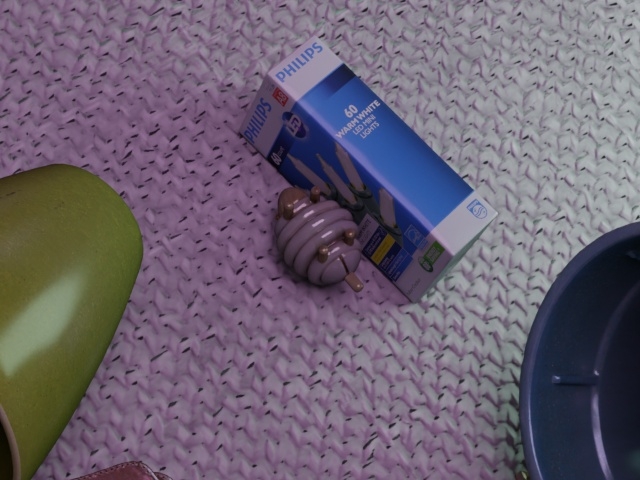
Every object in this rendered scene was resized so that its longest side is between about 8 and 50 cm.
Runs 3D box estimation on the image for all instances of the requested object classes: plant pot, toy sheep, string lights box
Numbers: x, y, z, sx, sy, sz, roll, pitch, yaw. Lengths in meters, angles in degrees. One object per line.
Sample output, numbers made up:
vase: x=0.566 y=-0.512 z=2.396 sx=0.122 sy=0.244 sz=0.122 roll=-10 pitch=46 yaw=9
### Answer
plant pot: x=-0.295 y=0.061 z=1.774 sx=0.275 sy=0.275 sz=0.293 roll=40 pitch=48 yaw=4
toy sheep: x=0.000 y=0.000 z=1.967 sx=0.091 sy=0.091 sz=0.132 roll=-24 pitch=67 yaw=-24
string lights box: x=0.046 y=-0.071 z=1.987 sx=0.260 sy=0.133 sz=0.077 roll=44 pitch=63 yaw=7
plant pot: x=0.427 y=0.160 z=1.871 sx=0.334 sy=0.341 sz=0.341 roll=5 pitch=63 yaw=-39

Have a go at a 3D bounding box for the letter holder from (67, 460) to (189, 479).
letter holder: x=-0.127 y=0.352 z=1.735 sx=0.214 sy=0.152 sz=0.302 roll=-16 pitch=71 yaw=-24

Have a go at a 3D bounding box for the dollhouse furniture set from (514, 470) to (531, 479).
dollhouse furniture set: x=0.134 y=0.377 z=1.794 sx=0.303 sy=0.174 sz=0.355 roll=20 pitch=41 yaw=-45
